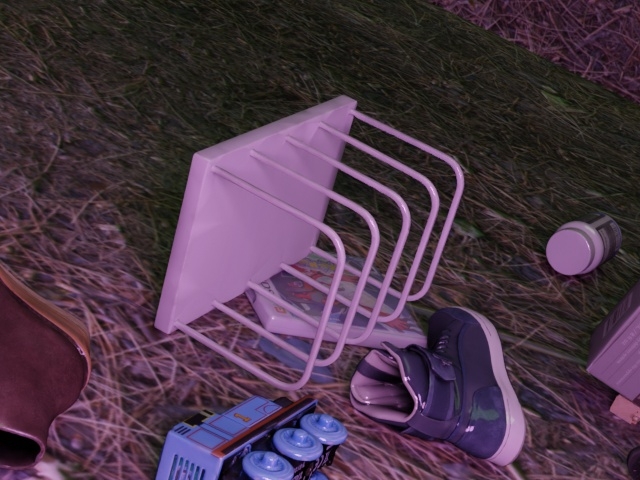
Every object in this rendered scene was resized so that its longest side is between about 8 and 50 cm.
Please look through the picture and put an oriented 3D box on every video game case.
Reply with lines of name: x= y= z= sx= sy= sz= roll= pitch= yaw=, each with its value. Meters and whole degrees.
video game case: x=0.002 y=0.058 z=1.485 sx=0.201 sy=0.023 sz=0.183 roll=11 pitch=25 yaw=-28

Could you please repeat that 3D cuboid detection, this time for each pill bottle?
pill bottle: x=0.377 y=0.006 z=1.906 sx=0.078 sy=0.078 sz=0.137 roll=32 pitch=23 yaw=21

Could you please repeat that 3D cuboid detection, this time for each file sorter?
file sorter: x=0.000 y=0.000 z=1.327 sx=0.173 sy=0.192 sz=0.278 roll=28 pitch=29 yaw=21

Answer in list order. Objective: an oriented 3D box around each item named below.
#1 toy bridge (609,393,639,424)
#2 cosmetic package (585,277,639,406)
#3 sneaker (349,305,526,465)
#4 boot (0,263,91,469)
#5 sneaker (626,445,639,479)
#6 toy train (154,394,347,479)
toy bridge: x=0.400 y=0.185 z=1.584 sx=0.063 sy=0.026 sz=0.188 roll=32 pitch=24 yaw=18
cosmetic package: x=0.436 y=0.150 z=1.511 sx=0.238 sy=0.127 sz=0.107 roll=33 pitch=29 yaw=0
sneaker: x=0.104 y=0.123 z=1.345 sx=0.163 sy=0.086 sz=0.226 roll=18 pitch=25 yaw=-20
boot: x=-0.304 y=0.073 z=1.050 sx=0.248 sy=0.090 sz=0.207 roll=25 pitch=19 yaw=-6
sneaker: x=0.397 y=0.250 z=1.403 sx=0.170 sy=0.051 sz=0.089 roll=27 pitch=21 yaw=-3
toy train: x=-0.053 y=0.176 z=1.086 sx=0.105 sy=0.080 sz=0.184 roll=25 pitch=21 yaw=20
